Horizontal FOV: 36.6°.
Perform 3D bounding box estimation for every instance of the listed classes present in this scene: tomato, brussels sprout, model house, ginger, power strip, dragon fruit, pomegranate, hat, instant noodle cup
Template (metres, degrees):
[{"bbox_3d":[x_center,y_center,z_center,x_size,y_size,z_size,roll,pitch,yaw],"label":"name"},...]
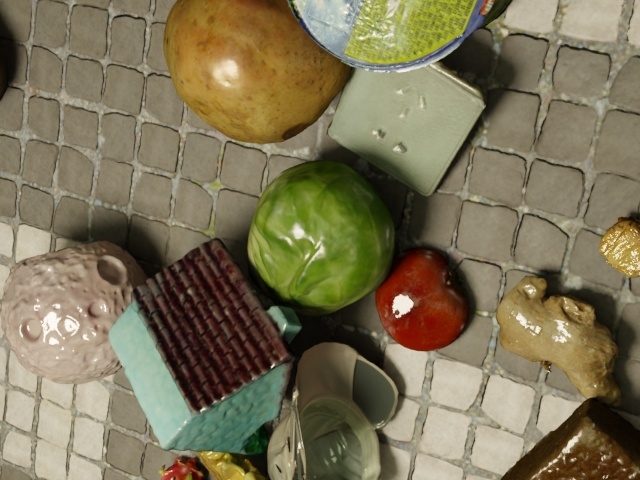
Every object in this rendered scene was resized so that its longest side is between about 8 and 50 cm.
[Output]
[{"bbox_3d":[0.144,0.096,1.449,0.139,0.091,0.159,-26,91,28],"label":"tomato"},{"bbox_3d":[0.000,0.000,1.437,0.244,0.244,0.244,5,103,24],"label":"brussels sprout"},{"bbox_3d":[-0.142,0.143,1.461,0.249,0.230,0.280,-48,54,18],"label":"model house"},{"bbox_3d":[0.351,0.144,1.371,0.213,0.074,0.137,38,131,18],"label":"ginger"},{"bbox_3d":[0.126,-0.192,1.404,0.198,0.064,0.213,35,133,8],"label":"power strip"},{"bbox_3d":[-0.242,0.444,1.709,0.086,0.081,0.116,-2,88,47],"label":"dragon fruit"},{"bbox_3d":[-0.091,-0.273,1.389,0.281,0.281,0.281,5,103,24],"label":"pomegranate"},{"bbox_3d":[-0.002,0.293,1.495,0.161,0.232,0.275,11,116,36],"label":"hat"},{"bbox_3d":[0.135,-0.359,1.235,0.284,0.312,0.284,5,103,23],"label":"instant noodle cup"}]

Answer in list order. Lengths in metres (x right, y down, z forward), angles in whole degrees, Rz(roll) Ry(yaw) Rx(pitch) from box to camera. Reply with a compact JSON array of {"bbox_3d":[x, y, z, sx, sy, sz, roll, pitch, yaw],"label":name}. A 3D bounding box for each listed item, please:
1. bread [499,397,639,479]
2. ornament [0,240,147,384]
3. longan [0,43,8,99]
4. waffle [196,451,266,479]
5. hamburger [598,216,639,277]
[{"bbox_3d":[0.314,0.409,1.406,0.165,0.113,0.416,40,118,1],"label":"bread"},{"bbox_3d":[-0.405,0.124,1.626,0.259,0.259,0.225,-15,90,27],"label":"ornament"},{"bbox_3d":[-0.643,-0.306,1.691,0.212,0.198,0.198,41,115,1],"label":"longan"},{"bbox_3d":[-0.128,0.403,1.604,0.253,0.056,0.249,53,163,-14],"label":"waffle"},{"bbox_3d":[0.427,0.009,1.322,0.083,0.044,0.076,45,117,13],"label":"hamburger"}]
